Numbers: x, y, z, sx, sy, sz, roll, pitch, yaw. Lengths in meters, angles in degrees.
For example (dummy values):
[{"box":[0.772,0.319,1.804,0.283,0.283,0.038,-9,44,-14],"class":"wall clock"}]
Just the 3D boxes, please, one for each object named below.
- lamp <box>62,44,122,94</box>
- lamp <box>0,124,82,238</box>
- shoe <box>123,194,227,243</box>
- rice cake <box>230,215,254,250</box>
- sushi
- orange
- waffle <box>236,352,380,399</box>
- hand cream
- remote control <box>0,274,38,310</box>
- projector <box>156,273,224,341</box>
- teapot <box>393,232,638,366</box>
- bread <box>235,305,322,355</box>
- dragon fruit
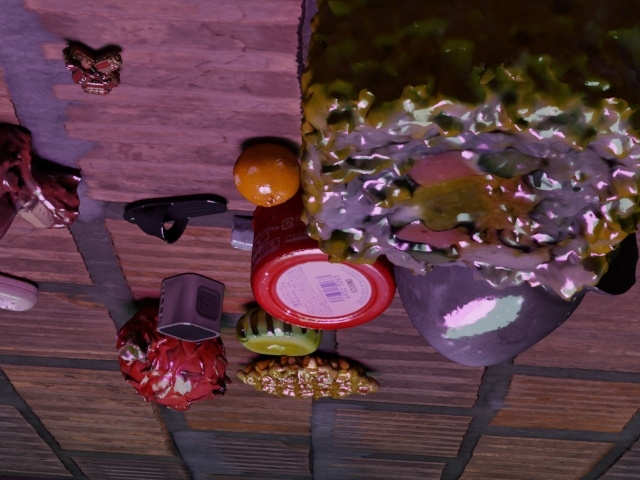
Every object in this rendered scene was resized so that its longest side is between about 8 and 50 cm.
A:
[{"box":[-0.244,-0.180,1.393,0.063,0.031,0.083,7,163,-6],"class":"lamp"},{"box":[-0.431,-0.042,1.611,0.223,0.151,0.215,-4,161,14],"class":"lamp"},{"box":[-0.198,-0.025,1.748,0.159,0.053,0.062,-10,158,24],"class":"shoe"},{"box":[0.000,0.000,1.782,0.245,0.045,0.042,4,158,-1],"class":"rice cake"},{"box":[0.159,-0.114,1.207,0.351,0.240,0.396,4,156,2],"class":"sushi"},{"box":[-0.065,-0.078,1.563,0.083,0.070,0.083,-1,159,0],"class":"orange"},{"box":[-0.028,0.263,2.437,0.238,0.058,0.243,-16,152,42],"class":"waffle"},{"box":[0.005,0.017,1.663,0.193,0.125,0.193,2,144,2],"class":"hand cream"},{"box":[-0.553,0.070,2.057,0.221,0.042,0.078,18,156,-32],"class":"remote control"},{"box":[-0.203,0.106,2.035,0.083,0.082,0.083,-16,151,42],"class":"projector"},{"box":[0.237,-0.023,1.560,0.285,0.305,0.223,-27,180,41],"class":"teapot"},{"box":[-0.066,0.144,2.124,0.139,0.071,0.130,-4,160,16],"class":"bread"},{"box":[-0.247,0.192,2.142,0.172,0.172,0.209,-17,136,42],"class":"dragon fruit"}]
